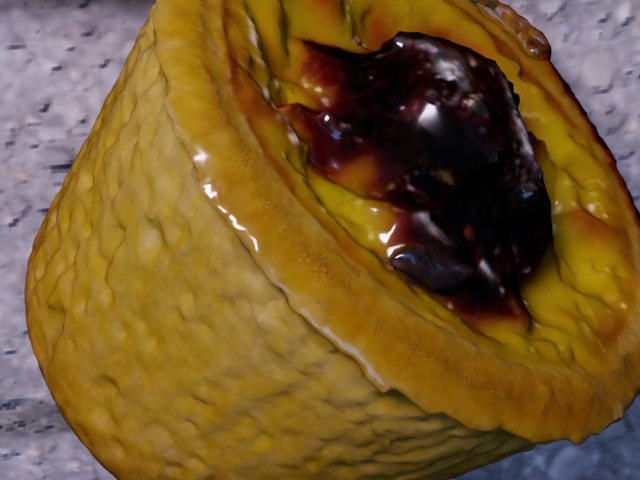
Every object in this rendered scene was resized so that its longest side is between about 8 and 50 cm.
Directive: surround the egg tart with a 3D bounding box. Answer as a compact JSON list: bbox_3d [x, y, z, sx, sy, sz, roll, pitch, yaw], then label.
[{"bbox_3d":[0.000,0.000,0.654,0.215,0.215,0.171,31,129,-26],"label":"egg tart"}]
